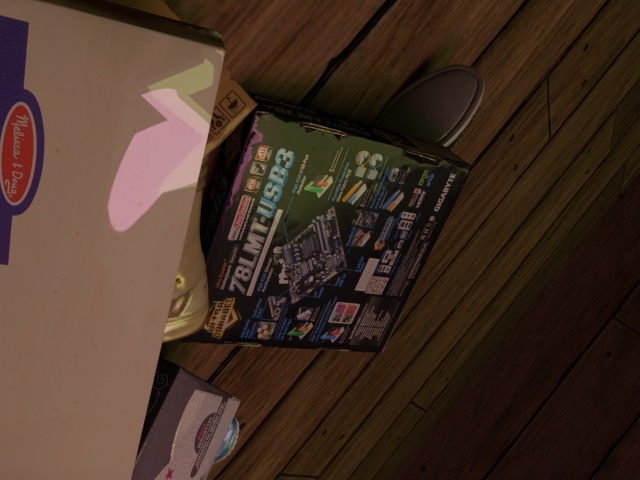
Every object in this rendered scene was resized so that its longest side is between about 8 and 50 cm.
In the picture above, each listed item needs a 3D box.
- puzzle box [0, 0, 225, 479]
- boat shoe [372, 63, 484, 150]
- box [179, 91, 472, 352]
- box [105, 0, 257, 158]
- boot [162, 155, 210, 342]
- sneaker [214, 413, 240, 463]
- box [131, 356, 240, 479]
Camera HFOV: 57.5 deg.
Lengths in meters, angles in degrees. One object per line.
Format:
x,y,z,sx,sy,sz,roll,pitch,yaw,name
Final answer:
-0.238,0.030,0.392,0.272,0.052,0.409,10,117,-19,puzzle box
0.113,-0.112,0.818,0.302,0.114,0.091,-42,149,7,boat shoe
0.000,0.000,0.710,0.293,0.073,0.296,9,116,-28,box
-0.173,-0.093,0.433,0.201,0.021,0.164,-46,110,-7,box
-0.219,0.010,0.507,0.261,0.095,0.204,-10,122,-30,boot
-0.190,0.324,0.899,0.162,0.063,0.073,-50,146,-4,sneaker
-0.219,0.251,0.634,0.247,0.142,0.163,-65,153,-18,box
